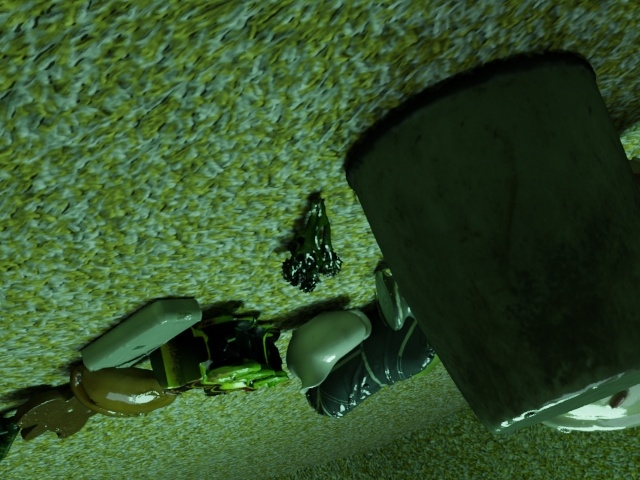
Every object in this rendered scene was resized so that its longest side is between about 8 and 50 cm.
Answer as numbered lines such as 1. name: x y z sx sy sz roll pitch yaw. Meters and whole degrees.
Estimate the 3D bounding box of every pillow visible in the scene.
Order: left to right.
1. pillow: 0.091 0.206 1.825 0.093 0.161 0.335 29 137 -30

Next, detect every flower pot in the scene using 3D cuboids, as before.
1. flower pot: 0.215 0.018 1.093 0.294 0.330 0.293 -18 165 -5

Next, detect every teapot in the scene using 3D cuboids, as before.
1. teapot: 0.012 0.166 1.699 0.145 0.092 0.226 -34 178 43

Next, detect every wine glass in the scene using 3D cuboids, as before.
1. wine glass: 0.190 0.067 1.582 0.205 0.111 0.111 -15 162 -8

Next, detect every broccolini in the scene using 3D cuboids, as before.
1. broccolini: -0.009 -0.009 1.258 0.074 0.058 0.201 -30 151 -21

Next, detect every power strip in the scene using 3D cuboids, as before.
1. power strip: -0.243 0.129 1.391 0.192 0.035 0.081 -32 160 34

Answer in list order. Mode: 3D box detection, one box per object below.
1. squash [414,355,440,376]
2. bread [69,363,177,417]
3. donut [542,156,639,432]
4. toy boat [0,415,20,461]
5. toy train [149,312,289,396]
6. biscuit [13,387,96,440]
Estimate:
1. squash: 0.187 0.176 1.922 0.123 0.123 0.186 -16 158 -16
2. bread: -0.291 0.224 1.521 0.114 0.077 0.189 -2 170 36
3. donut: 0.336 0.048 1.285 0.383 0.382 0.142 -22 148 3
4. toy boat: -0.530 0.323 1.614 0.104 0.052 0.210 -13 158 -32
5. toy train: -0.146 0.180 1.562 0.161 0.100 0.296 -16 165 8
6. biscuit: -0.402 0.259 1.583 0.138 0.031 0.205 -39 162 8
